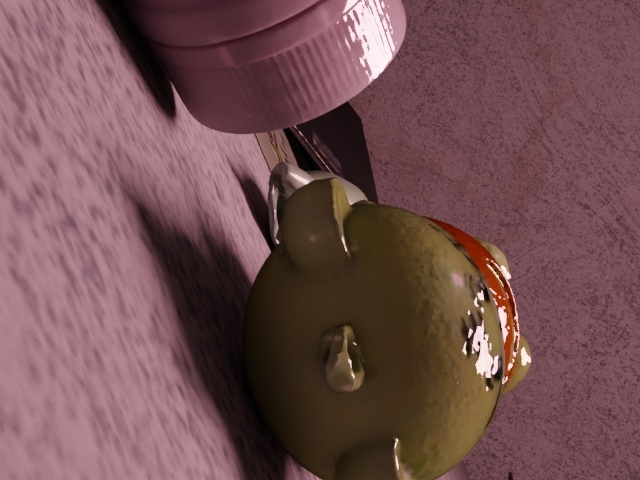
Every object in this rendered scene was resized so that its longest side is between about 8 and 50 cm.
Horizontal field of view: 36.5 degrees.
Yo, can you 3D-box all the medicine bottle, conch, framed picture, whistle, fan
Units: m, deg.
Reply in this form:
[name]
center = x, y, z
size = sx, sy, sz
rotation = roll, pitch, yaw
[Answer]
[medicine bottle]
center = -0.055, -0.180, 0.419
size = 0.133, 0.133, 0.250
rotation = -108, 173, -49
[conch]
center = -0.005, -0.004, 0.681
size = 0.065, 0.088, 0.180
rotation = 22, -6, 22
[framed picture]
center = 0.000, -0.173, 1.298
size = 0.255, 0.014, 0.339
rotation = 50, 18, -31
[whistle]
center = 0.039, 0.045, 0.456
size = 0.288, 0.106, 0.131
rotation = 8, 68, -75
[fan]
center = -0.056, -0.140, 0.978
size = 0.233, 0.012, 0.415
rotation = 62, 8, -57

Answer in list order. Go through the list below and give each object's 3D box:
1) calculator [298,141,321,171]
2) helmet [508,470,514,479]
[calculator]
center = -0.008, -0.181, 1.487
size = 0.274, 0.058, 0.248
rotation = -106, 171, -47
[helmet]
center = 0.195, 0.336, 1.000
size = 0.155, 0.106, 0.175
rotation = 62, 5, -68
